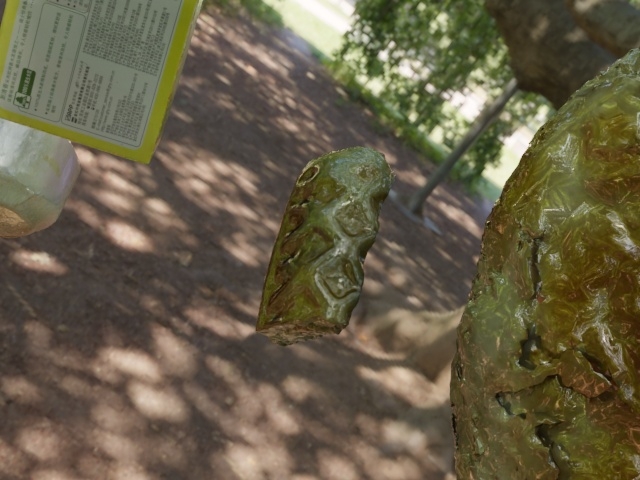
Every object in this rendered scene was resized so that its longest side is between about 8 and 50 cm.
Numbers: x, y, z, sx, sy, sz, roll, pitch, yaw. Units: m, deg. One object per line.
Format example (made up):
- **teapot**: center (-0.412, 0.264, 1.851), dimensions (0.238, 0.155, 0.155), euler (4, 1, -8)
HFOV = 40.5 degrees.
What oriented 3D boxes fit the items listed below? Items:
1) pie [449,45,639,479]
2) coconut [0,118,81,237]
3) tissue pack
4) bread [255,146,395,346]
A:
- **pie**: center (0.169, 0.047, 0.308), dimensions (0.274, 0.274, 0.055), euler (45, 8, 24)
- **coconut**: center (-0.399, -0.103, 1.123), dimensions (0.171, 0.171, 0.182), euler (29, 56, -31)
- **tissue pack**: center (-0.111, -0.142, 0.474), dimensions (0.095, 0.176, 0.062), euler (16, 18, -10)
- **bread**: center (0.000, 0.000, 0.854), dimensions (0.088, 0.128, 0.232), euler (33, 52, -16)
